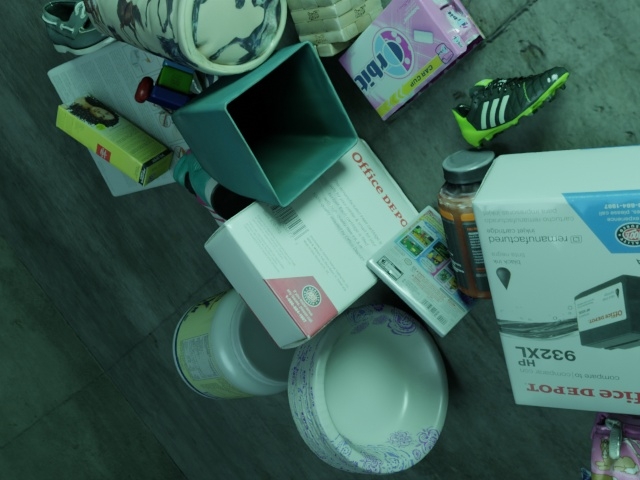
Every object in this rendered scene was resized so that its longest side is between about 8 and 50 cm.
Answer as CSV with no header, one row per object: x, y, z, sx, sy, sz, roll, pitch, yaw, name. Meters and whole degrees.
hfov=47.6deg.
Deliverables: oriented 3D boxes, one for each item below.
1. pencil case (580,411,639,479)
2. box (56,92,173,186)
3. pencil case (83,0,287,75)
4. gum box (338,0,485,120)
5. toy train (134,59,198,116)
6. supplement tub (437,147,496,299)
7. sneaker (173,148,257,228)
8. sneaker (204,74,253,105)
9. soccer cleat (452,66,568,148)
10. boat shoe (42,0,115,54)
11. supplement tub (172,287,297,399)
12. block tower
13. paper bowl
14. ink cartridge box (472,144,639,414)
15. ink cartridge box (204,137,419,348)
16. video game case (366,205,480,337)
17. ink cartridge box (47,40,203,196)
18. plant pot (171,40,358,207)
0.522,0.291,0.883,0.386,0.167,0.160,-4,84,51,pencil case
-0.420,-0.207,1.480,0.232,0.087,0.058,34,131,7,box
-0.209,-0.356,1.063,0.160,0.183,0.410,24,-175,-43,pencil case
0.118,-0.253,0.949,0.107,0.062,0.188,53,147,-1,gum box
-0.267,-0.304,1.319,0.105,0.143,0.248,18,-178,-18,toy train
0.221,-0.024,0.996,0.106,0.106,0.197,12,129,44,supplement tub
-0.193,-0.093,1.405,0.178,0.124,0.295,51,169,26,sneaker
-0.099,-0.206,1.220,0.153,0.094,0.235,-5,107,61,sneaker
0.227,-0.175,0.896,0.072,0.060,0.179,55,149,-1,soccer cleat
-0.466,-0.434,1.436,0.319,0.116,0.099,16,136,49,boat shoe
-0.155,0.214,1.544,0.235,0.235,0.325,57,146,-7,supplement tub
-0.014,-0.414,0.936,0.091,0.097,0.335,9,129,46,block tower
0.073,0.259,1.270,0.284,0.284,0.148,58,147,-7,paper bowl
0.329,0.053,0.871,0.223,0.129,0.307,-2,121,30,ink cartridge box
0.000,0.000,1.125,0.207,0.283,0.117,54,150,-1,ink cartridge box
0.172,0.043,1.082,0.157,0.143,0.019,44,156,13,video game case
-0.358,-0.271,1.517,0.385,0.091,0.308,-9,114,35,ink cartridge box
-0.103,-0.169,1.068,0.234,0.165,0.165,10,137,52,plant pot
